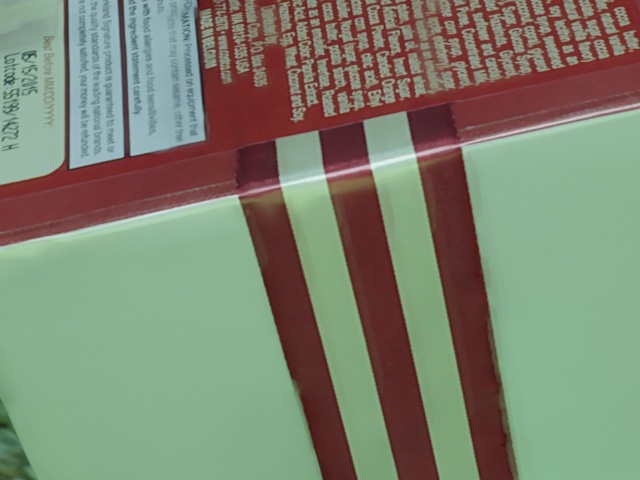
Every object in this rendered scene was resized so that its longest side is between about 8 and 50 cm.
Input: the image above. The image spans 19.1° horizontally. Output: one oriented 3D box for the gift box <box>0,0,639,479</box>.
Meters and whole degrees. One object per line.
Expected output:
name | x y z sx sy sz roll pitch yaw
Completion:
gift box | 0.000 0.000 0.634 0.276 0.255 0.258 -10 132 7
